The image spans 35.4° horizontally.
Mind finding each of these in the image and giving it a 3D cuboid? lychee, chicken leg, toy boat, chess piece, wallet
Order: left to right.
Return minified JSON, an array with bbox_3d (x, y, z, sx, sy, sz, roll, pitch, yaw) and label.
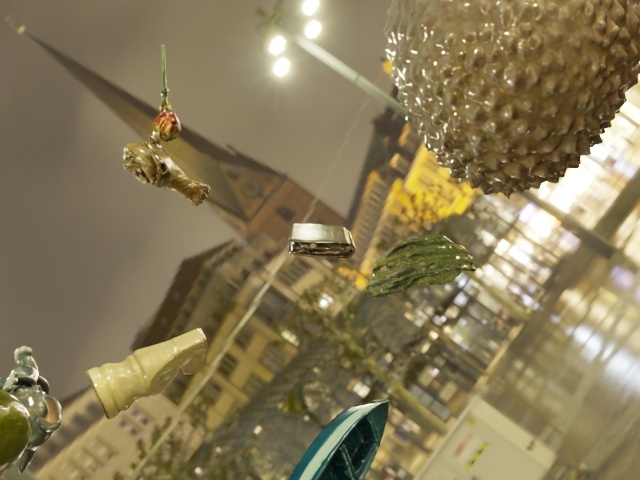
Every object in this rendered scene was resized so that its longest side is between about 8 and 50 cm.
[{"bbox_3d":[-0.281,0.217,1.673,0.200,0.090,0.090,-24,-19,-15],"label":"chess piece"},{"bbox_3d":[-0.322,-0.144,2.097,0.080,0.196,0.125,-48,4,28],"label":"chicken leg"},{"bbox_3d":[0.000,0.000,1.660,0.198,0.110,0.031,-98,11,-82],"label":"wallet"},{"bbox_3d":[0.023,0.342,1.541,0.299,0.062,0.096,-49,-54,-44],"label":"toy boat"},{"bbox_3d":[0.275,-0.273,1.442,0.380,0.381,0.432,-42,-40,-48],"label":"lychee"}]

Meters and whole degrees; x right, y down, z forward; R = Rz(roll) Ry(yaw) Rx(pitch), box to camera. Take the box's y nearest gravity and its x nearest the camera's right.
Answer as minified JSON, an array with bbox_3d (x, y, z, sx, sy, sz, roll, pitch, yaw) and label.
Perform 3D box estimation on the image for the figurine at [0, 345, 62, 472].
[{"bbox_3d":[-0.644,0.356,2.170,0.193,0.140,0.265,-50,24,17],"label":"figurine"}]

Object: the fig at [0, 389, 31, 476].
[{"bbox_3d":[-0.573,0.323,1.652,0.191,0.181,0.181,-22,-26,-29],"label":"fig"}]

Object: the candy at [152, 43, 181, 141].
[{"bbox_3d":[-0.313,-0.297,2.019,0.060,0.061,0.200,11,-105,-79],"label":"candy"}]

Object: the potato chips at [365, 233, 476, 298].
[{"bbox_3d":[0.140,0.038,1.505,0.208,0.092,0.028,-15,-36,-29],"label":"potato chips"}]
